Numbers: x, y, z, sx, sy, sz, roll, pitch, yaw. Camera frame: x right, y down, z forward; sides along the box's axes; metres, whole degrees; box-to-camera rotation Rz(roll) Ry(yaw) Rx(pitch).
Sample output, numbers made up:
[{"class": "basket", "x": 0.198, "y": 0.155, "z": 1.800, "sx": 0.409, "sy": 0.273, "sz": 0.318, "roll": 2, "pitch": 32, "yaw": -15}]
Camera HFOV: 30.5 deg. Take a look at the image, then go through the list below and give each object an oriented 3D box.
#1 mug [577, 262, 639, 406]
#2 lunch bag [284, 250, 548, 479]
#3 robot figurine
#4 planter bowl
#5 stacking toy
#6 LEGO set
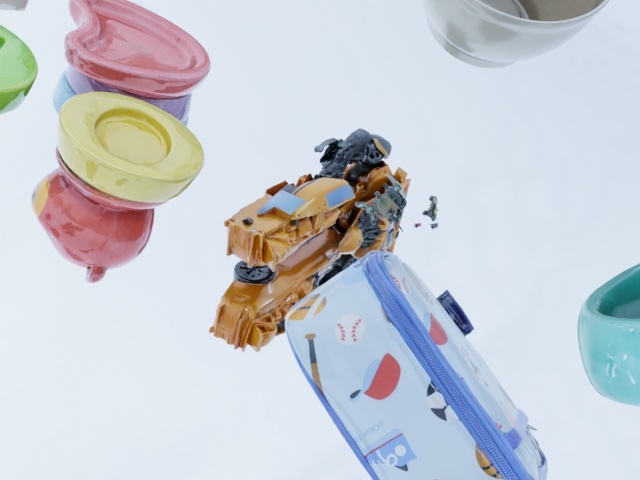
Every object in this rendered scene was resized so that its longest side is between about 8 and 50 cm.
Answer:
[{"class": "mug", "x": 0.160, "y": 0.002, "z": 0.359, "sx": 0.158, "sy": 0.129, "sz": 0.097, "roll": 20, "pitch": 4, "yaw": -13}, {"class": "lunch bag", "x": 0.091, "y": 0.131, "z": 0.936, "sx": 0.243, "sy": 0.115, "sz": 0.303, "roll": 53, "pitch": 7, "yaw": 11}, {"class": "robot figurine", "x": 0.000, "y": 0.000, "z": 1.263, "sx": 0.085, "sy": 0.211, "sz": 0.291, "roll": 29, "pitch": 37, "yaw": 26}, {"class": "planter bowl", "x": 0.147, "y": -0.208, "z": 0.953, "sx": 0.162, "sy": 0.109, "sz": 0.162, "roll": 5, "pitch": 62, "yaw": -10}, {"class": "stacking toy", "x": -0.244, "y": -0.114, "z": 1.030, "sx": 0.280, "sy": 0.130, "sz": 0.309, "roll": 21, "pitch": 30, "yaw": -11}, {"class": "LEGO set", "x": 0.073, "y": -0.030, "z": 1.051, "sx": 0.083, "sy": 0.054, "sz": 0.023, "roll": 26, "pitch": 30, "yaw": 25}]
